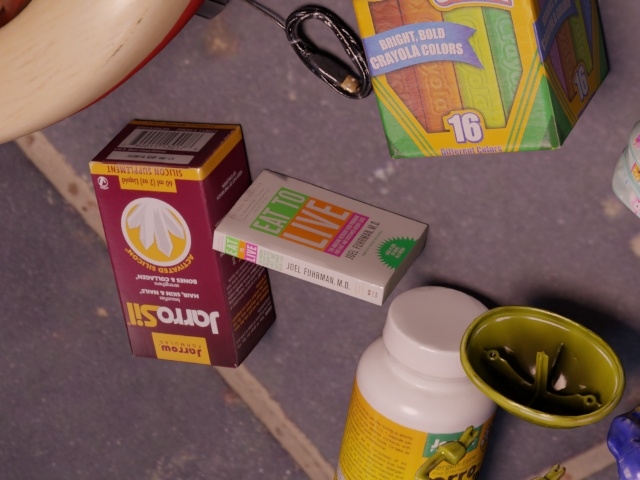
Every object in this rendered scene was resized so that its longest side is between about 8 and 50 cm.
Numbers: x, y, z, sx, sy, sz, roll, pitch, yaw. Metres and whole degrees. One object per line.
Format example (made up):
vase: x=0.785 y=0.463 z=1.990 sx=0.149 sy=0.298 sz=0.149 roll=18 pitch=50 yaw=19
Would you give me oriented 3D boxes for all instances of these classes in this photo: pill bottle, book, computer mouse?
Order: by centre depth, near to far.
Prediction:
computer mouse: x=-0.065 y=-0.177 z=1.509 sx=0.242 sy=0.041 sz=0.071 roll=31 pitch=127 yaw=6
book: x=0.000 y=0.000 z=1.550 sx=0.144 sy=0.096 sz=0.035 roll=18 pitch=125 yaw=15
pill bottle: x=0.080 y=0.144 z=1.586 sx=0.117 sy=0.117 sz=0.208 roll=21 pitch=126 yaw=14

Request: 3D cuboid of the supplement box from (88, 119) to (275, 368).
supplement box: x=-0.111 y=0.003 z=1.617 sx=0.104 sy=0.081 sz=0.188 roll=4 pitch=121 yaw=24

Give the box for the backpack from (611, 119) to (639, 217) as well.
backpack: x=0.294 y=-0.030 z=1.359 sx=0.182 sy=0.152 sz=0.115 roll=47 pitch=120 yaw=9

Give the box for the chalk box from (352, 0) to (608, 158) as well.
chalk box: x=0.105 y=-0.181 z=1.364 sx=0.132 sy=0.132 sz=0.213 roll=-3 pitch=118 yaw=27

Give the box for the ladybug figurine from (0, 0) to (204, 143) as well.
ladybug figurine: x=-0.208 y=-0.224 z=1.439 sx=0.449 sy=0.162 sz=0.305 roll=-20 pitch=76 yaw=36

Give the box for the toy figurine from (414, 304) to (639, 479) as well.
toy figurine: x=0.267 y=0.206 z=1.494 sx=0.362 sy=0.191 sz=0.217 roll=19 pitch=161 yaw=19
